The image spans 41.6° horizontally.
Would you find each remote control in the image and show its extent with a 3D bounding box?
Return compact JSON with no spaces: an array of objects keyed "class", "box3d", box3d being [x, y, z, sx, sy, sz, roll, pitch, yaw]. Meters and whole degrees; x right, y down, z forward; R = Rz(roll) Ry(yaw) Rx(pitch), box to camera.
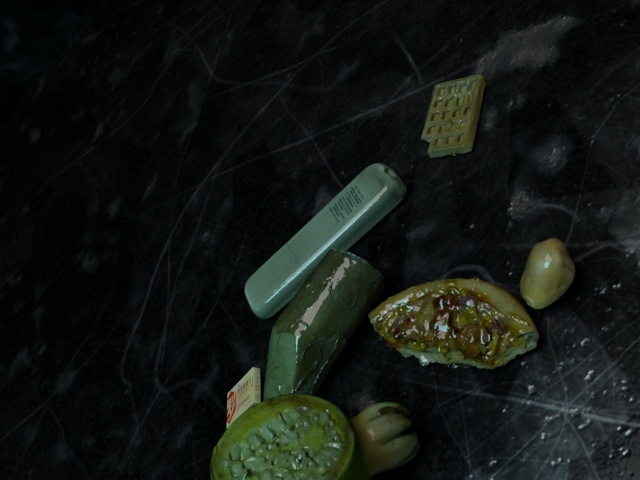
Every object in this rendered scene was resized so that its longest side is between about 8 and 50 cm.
[{"class":"remote control","box3d":[0.001,0.001,1.287,0.309,0.038,0.090,-43,42,12]}]

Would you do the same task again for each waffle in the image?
[{"class":"waffle","box3d":[0.196,-0.184,1.252,0.092,0.021,0.135,-4,58,40]}]

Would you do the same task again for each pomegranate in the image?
[{"class":"pomegranate","box3d":[-0.010,0.283,1.019,0.190,0.159,0.241,15,45,39]}]

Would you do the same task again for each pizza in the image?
[{"class":"pizza","box3d":[0.160,0.099,1.053,0.246,0.058,0.127,14,73,50]}]

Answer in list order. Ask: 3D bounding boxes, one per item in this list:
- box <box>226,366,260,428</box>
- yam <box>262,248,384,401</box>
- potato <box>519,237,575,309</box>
[{"class":"box","box3d":[-0.112,0.229,1.219,0.093,0.015,0.058,-48,33,43]},{"class":"yam","box3d":[-0.016,0.137,1.162,0.106,0.106,0.259,27,80,49]},{"class":"potato","box3d":[0.266,0.039,0.995,0.062,0.068,0.083,40,110,11]}]
